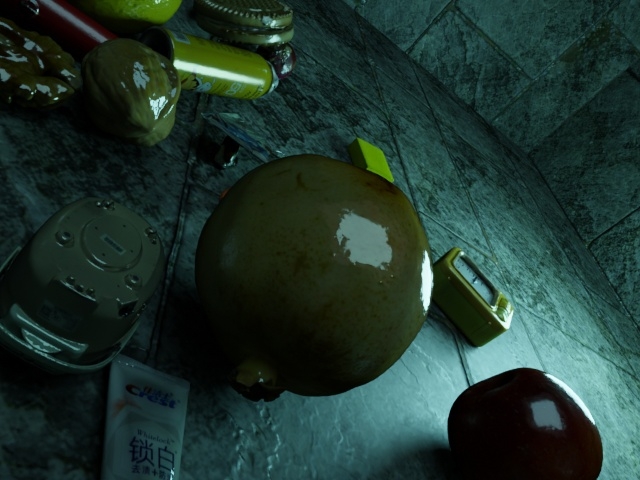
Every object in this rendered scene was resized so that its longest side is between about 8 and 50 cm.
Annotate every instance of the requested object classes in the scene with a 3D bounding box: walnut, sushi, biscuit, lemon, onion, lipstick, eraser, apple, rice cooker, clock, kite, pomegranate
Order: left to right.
[{"bbox_3d":[-0.421,-0.242,0.777,0.170,0.069,0.143,31,33,-22],"label":"walnut"},{"bbox_3d":[-0.460,-0.376,0.896,0.280,0.073,0.073,30,33,-27],"label":"lipstick"},{"bbox_3d":[-0.244,0.040,0.589,0.145,0.127,0.206,36,22,-16],"label":"rice cooker"},{"bbox_3d":[-0.373,-0.488,0.991,0.219,0.240,0.240,-21,70,-45],"label":"lemon"},{"bbox_3d":[-0.284,-0.226,0.855,0.166,0.149,0.166,59,-9,16],"label":"walnut"},{"bbox_3d":[-0.163,-0.162,1.033,0.044,0.046,0.083,35,30,-20],"label":"sushi"},{"bbox_3d":[-0.185,-0.543,1.373,0.259,0.079,0.259,8,33,-6],"label":"biscuit"},{"bbox_3d":[-0.104,-0.173,1.075,0.314,0.011,0.335,20,23,-47],"label":"kite"},{"bbox_3d":[-0.115,-0.464,1.440,0.107,0.097,0.107,0,90,-29],"label":"onion"},{"bbox_3d":[-0.015,0.053,0.697,0.319,0.319,0.319,32,31,-23],"label":"pomegranate"},{"bbox_3d":[0.129,-0.198,1.462,0.097,0.045,0.122,22,38,-36],"label":"eraser"},{"bbox_3d":[0.330,0.123,1.267,0.202,0.096,0.143,47,32,5],"label":"clock"},{"bbox_3d":[0.314,0.308,0.884,0.218,0.218,0.201,-6,63,-55],"label":"apple"}]

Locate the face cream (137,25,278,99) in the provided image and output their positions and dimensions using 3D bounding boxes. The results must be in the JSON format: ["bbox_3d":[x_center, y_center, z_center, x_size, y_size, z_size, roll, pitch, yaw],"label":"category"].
[{"bbox_3d":[-0.206,-0.349,1.156,0.105,0.105,0.349,54,30,15],"label":"face cream"}]

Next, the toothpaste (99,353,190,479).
[{"bbox_3d":[-0.165,0.241,0.508,0.100,0.066,0.323,31,27,-30],"label":"toothpaste"}]

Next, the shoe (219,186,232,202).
[{"bbox_3d":[-0.104,-0.071,0.976,0.077,0.074,0.194,6,6,18],"label":"shoe"}]
